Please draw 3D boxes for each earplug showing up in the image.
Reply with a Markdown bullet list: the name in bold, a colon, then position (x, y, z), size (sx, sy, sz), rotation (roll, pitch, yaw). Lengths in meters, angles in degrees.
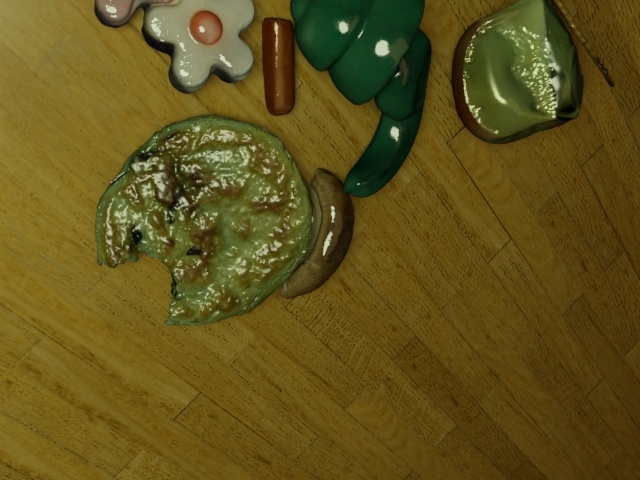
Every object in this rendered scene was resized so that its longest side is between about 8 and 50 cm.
- **earplug**: position (0.057, -0.229, 0.900), size (0.280, 0.164, 0.257), rotation (34, 125, -21)

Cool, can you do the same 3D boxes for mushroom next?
- **mushroom**: position (0.001, 0.001, 0.985), size (0.072, 0.094, 0.210), rotation (11, 101, -26)

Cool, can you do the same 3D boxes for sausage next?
- **sausage**: position (-0.056, -0.233, 0.886), size (0.039, 0.041, 0.131), rotation (-23, 122, -41)

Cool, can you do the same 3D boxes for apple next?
- **apple**: position (0.291, -0.249, 0.977), size (0.207, 0.174, 0.189), rotation (-18, 90, -13)

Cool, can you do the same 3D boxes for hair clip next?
- **hair clip**: position (-0.186, -0.290, 0.787), size (0.146, 0.075, 0.257), rotation (-47, 118, 4)

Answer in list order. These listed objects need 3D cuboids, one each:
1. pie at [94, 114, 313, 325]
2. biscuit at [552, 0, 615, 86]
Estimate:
- **pie**: position (-0.148, -0.024, 0.898), size (0.302, 0.067, 0.303), rotation (-4, 105, -15)
- **biscuit**: position (0.338, -0.346, 0.941), size (0.013, 0.232, 0.237), rotation (-33, 128, 26)
